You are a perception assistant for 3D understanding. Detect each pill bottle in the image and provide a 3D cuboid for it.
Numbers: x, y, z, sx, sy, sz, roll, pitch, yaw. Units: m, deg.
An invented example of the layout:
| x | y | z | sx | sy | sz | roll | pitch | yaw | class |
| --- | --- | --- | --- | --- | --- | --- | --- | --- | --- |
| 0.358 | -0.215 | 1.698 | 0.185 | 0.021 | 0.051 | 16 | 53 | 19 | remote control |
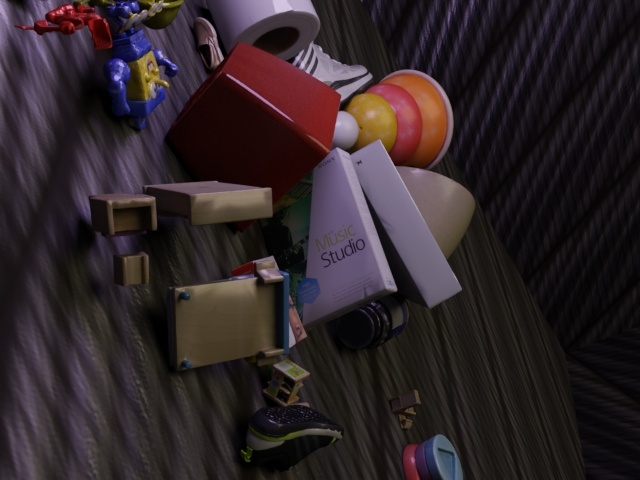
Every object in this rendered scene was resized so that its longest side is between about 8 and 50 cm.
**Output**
| x | y | z | sx | sy | sz | roll | pitch | yaw | class |
| --- | --- | --- | --- | --- | --- | --- | --- | --- | --- |
| 0.122 | 0.186 | 1.521 | 0.219 | 0.123 | 0.123 | -9 | 74 | -64 | pill bottle |

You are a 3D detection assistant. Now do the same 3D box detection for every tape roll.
| x | y | z | sx | sy | sz | roll | pitch | yaw | class |
| --- | --- | --- | --- | --- | --- | --- | --- | --- | --- |
| -0.143 | -0.563 | 1.606 | 0.246 | 0.246 | 0.169 | -2 | 68 | -63 | tape roll |

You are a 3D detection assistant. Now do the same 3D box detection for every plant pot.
| x | y | z | sx | sy | sz | roll | pitch | yaw | class |
| --- | --- | --- | --- | --- | --- | --- | --- | --- | --- |
| -0.143 | -0.228 | 1.287 | 0.235 | 0.267 | 0.267 | 38 | 32 | -20 | plant pot |

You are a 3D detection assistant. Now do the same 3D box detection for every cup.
| x | y | z | sx | sy | sz | roll | pitch | yaw | class |
| --- | --- | --- | --- | --- | --- | --- | --- | --- | --- |
| 0.244 | -0.021 | 1.798 | 0.331 | 0.331 | 0.237 | 36 | 63 | -45 | cup |

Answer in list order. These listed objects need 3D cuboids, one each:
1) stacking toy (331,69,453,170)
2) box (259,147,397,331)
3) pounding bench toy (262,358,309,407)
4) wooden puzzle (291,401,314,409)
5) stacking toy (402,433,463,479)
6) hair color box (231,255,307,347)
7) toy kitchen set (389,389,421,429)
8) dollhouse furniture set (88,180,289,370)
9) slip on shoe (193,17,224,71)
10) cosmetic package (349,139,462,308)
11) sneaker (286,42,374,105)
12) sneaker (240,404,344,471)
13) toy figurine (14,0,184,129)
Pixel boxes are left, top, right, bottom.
| x | y | z | sx | sy | sz | roll | pitch | yaw | class |
| --- | --- | --- | --- | --- | --- | --- | --- | --- | --- |
| 0.156 | -0.353 | 2.019 | 0.480 | 0.350 | 0.351 | -16 | 79 | -46 | stacking toy |
| 0.000 | 0.000 | 1.337 | 0.058 | 0.232 | 0.322 | 19 | 49 | -57 | box |
| -0.075 | 0.250 | 1.157 | 0.083 | 0.065 | 0.052 | 29 | 15 | 22 | pounding bench toy |
| -0.031 | 0.337 | 1.203 | 0.116 | 0.014 | 0.079 | 3 | 63 | -62 | wooden puzzle |
| 0.275 | 0.591 | 1.409 | 0.279 | 0.130 | 0.309 | 61 | 25 | -3 | stacking toy |
| -0.092 | 0.117 | 1.183 | 0.167 | 0.053 | 0.093 | 68 | 19 | 2 | hair color box |
| 0.222 | 0.408 | 1.550 | 0.083 | 0.075 | 0.068 | 28 | 43 | -45 | toy kitchen set |
| -0.222 | 0.067 | 1.035 | 0.286 | 0.198 | 0.303 | -8 | 101 | -34 | dollhouse furniture set |
| -0.266 | -0.454 | 1.496 | 0.041 | 0.051 | 0.135 | -20 | 89 | -53 | slip on shoe |
| 0.165 | -0.035 | 1.522 | 0.377 | 0.097 | 0.284 | 61 | -3 | -4 | cosmetic package |
| 0.017 | -0.547 | 1.989 | 0.257 | 0.169 | 0.447 | 59 | 27 | -12 | sneaker |
| -0.053 | 0.338 | 1.096 | 0.234 | 0.084 | 0.097 | 21 | 91 | -50 | sneaker |
| -0.348 | -0.310 | 1.146 | 0.362 | 0.191 | 0.217 | -83 | 170 | -61 | toy figurine |
